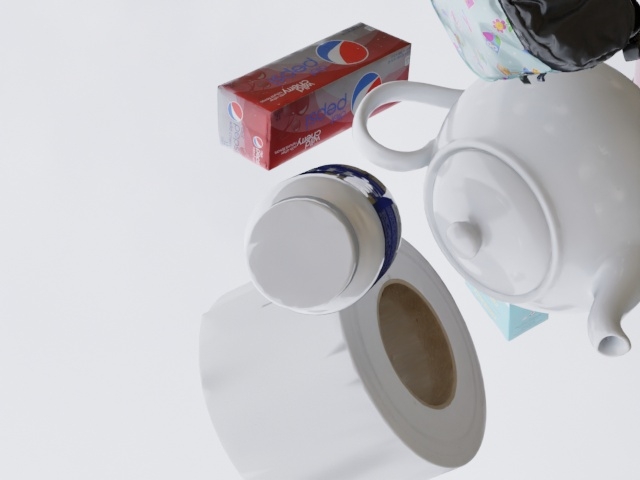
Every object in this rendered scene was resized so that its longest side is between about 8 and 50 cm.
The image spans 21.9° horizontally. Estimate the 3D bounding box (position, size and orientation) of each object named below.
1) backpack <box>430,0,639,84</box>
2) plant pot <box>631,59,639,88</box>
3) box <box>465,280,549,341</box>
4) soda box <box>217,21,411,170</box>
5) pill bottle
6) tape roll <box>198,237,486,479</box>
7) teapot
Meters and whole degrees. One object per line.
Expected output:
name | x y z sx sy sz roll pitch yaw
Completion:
backpack | 0.156 -0.189 1.253 0.182 0.115 0.152 -169 58 -81
plant pot | 0.417 -0.173 1.772 0.180 0.201 0.201 62 -165 -52
box | 0.214 0.015 1.888 0.100 0.060 0.244 55 168 28
soda box | -0.004 -0.180 2.019 0.092 0.083 0.263 29 -139 32
pill bottle | 0.000 0.000 1.309 0.112 0.112 0.186 58 -169 -1
tape roll | 0.025 0.128 1.574 0.246 0.169 0.246 39 -143 -39
teapot | 0.177 -0.038 1.443 0.187 0.256 0.253 -27 -77 -34
